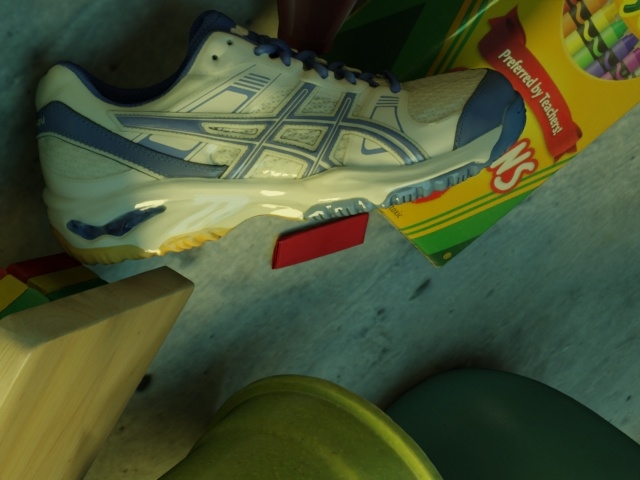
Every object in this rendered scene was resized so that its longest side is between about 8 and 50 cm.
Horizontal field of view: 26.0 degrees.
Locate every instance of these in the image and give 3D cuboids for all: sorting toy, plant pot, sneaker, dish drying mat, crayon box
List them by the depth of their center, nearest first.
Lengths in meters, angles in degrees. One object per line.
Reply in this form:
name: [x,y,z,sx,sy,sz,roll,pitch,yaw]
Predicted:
sorting toy: [-0.207,0.122,0.800,0.257,0.089,0.255,-59,172,10]
sneaker: [-0.024,-0.078,0.823,0.297,0.112,0.130,-13,101,-7]
crayon box: [0.145,-0.142,0.971,0.318,0.081,0.202,-41,142,7]
plant pot: [-0.071,0.267,0.978,0.254,0.276,0.276,-23,139,-46]
dish drying mat: [0.000,0.000,1.060,0.083,0.008,0.032,-18,135,-31]
plant pot: [0.161,0.255,1.249,0.293,0.235,0.293,-23,136,-24]

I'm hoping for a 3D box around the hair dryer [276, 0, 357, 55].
hair dryer: [-0.048,-0.218,0.794,0.224,0.080,0.293,-30,136,7]
